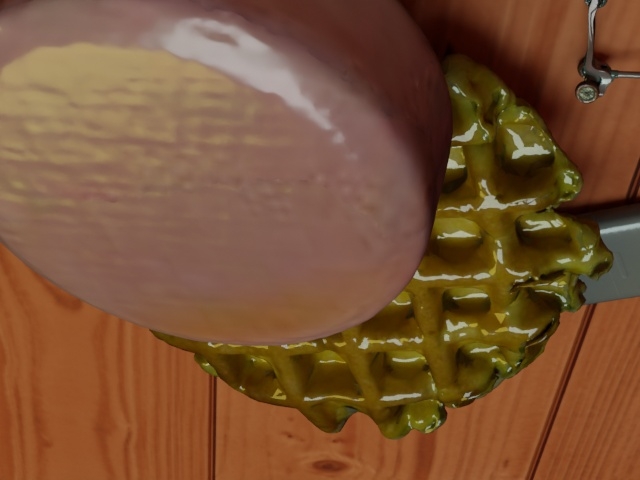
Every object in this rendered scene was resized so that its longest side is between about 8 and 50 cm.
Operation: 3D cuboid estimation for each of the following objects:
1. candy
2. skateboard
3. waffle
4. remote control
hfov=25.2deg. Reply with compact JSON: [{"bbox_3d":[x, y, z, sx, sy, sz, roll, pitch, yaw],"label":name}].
[{"bbox_3d":[-0.067,-0.051,0.687,0.255,0.094,0.255,11,142,9],"label":"candy"},{"bbox_3d":[0.176,-0.100,0.740,0.083,0.032,0.063,6,131,11],"label":"skateboard"},{"bbox_3d":[0.000,0.000,0.844,0.302,0.068,0.325,31,132,-12],"label":"waffle"},{"bbox_3d":[0.149,0.012,0.883,0.261,0.029,0.067,-11,129,23],"label":"remote control"}]
